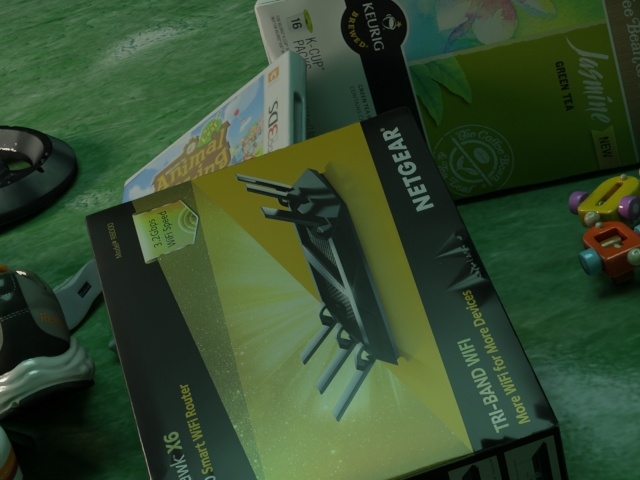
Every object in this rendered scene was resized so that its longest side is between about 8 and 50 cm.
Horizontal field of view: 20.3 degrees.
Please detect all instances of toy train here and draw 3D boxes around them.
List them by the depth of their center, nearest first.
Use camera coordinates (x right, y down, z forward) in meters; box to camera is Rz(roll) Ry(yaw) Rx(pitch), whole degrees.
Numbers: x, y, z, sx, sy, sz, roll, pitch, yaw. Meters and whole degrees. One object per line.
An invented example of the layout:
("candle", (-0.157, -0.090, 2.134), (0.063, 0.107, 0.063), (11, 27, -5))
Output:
("toy train", (0.257, -0.016, 1.342), (0.166, 0.046, 0.125), (-26, 27, -12))

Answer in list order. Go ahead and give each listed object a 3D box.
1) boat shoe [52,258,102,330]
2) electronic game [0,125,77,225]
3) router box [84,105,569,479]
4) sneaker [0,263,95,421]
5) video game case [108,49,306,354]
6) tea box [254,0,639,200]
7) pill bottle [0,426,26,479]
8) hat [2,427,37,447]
("boat shoe", (-0.217, 0.053, 1.522), (0.035, 0.035, 0.100), (-33, 15, 40))
("electronic game", (-0.362, -0.060, 1.824), (0.229, 0.048, 0.229), (-7, 27, 4))
("router box", (-0.005, 0.070, 1.165), (0.243, 0.081, 0.309), (-20, 46, -3))
("sneaker", (-0.232, 0.069, 1.356), (0.100, 0.108, 0.271), (-20, 3, -16))
("video game case", (-0.091, -0.030, 1.436), (0.212, 0.023, 0.193), (-36, 36, 31))
("tea box", (0.142, -0.205, 1.596), (0.324, 0.220, 0.329), (-12, 25, 14))
("pill bottle", (-0.206, 0.189, 1.078), (0.086, 0.152, 0.086), (-14, 25, 7))
("hat", (-0.312, 0.207, 1.262), (0.173, 0.183, 0.208), (8, -11, 23))
